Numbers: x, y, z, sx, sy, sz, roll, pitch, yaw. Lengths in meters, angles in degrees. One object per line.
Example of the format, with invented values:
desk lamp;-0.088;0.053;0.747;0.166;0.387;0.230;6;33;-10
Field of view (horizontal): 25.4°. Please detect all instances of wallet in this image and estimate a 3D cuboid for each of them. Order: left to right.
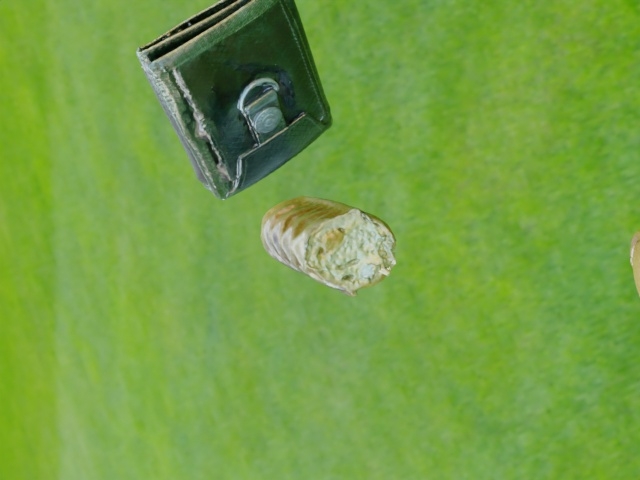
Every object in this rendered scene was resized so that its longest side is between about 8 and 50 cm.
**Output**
wallet;-0.075;-0.146;1.409;0.055;0.160;0.236;53;172;31

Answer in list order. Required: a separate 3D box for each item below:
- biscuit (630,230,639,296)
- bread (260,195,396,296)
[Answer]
biscuit;0.233;0.028;0.935;0.140;0.023;0.118;-130;23;-79
bread;0.001;0.000;1.514;0.087;0.098;0.269;68;169;-10
